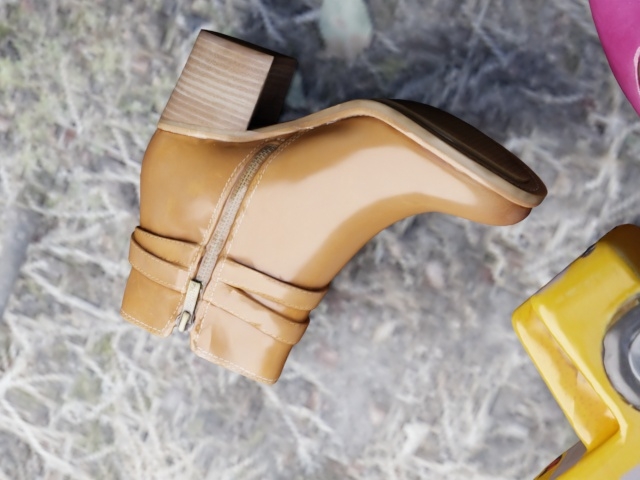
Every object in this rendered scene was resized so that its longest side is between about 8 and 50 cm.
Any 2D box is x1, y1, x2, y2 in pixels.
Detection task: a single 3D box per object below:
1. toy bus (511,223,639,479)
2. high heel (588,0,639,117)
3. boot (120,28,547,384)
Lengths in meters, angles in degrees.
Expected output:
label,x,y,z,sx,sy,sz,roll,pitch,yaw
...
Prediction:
label,x,y,z,sx,sy,sz,roll,pitch,yaw
toy bus,0.196,0.154,0.754,0.130,0.108,0.333,-40,84,18
high heel,0.178,-0.040,0.732,0.082,0.117,0.244,-27,88,19
boot,0.000,0.000,0.818,0.197,0.073,0.152,23,101,26
